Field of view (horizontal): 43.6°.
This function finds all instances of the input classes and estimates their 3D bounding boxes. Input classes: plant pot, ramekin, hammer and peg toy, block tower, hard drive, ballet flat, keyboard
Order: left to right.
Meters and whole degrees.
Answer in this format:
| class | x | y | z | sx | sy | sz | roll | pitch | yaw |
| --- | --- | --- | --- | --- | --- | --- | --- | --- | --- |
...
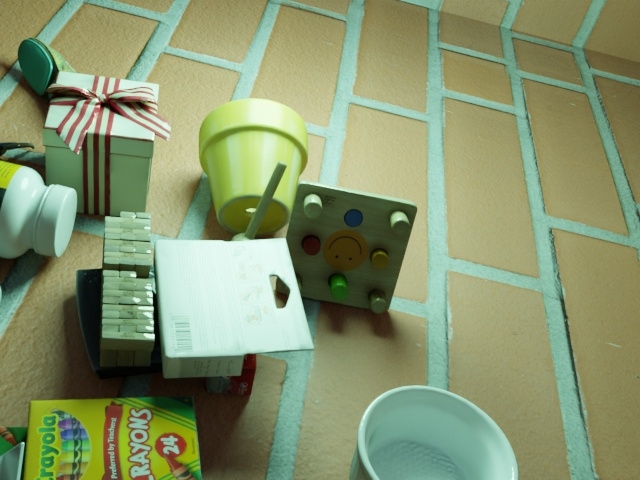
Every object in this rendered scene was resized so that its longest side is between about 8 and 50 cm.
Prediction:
| class | x | y | z | sx | sy | sz | roll | pitch | yaw |
| --- | --- | --- | --- | --- | --- | --- | --- | --- | --- |
| keyboard | -0.468 | 0.420 | 1.158 | 0.014 | 0.072 | 0.256 | 42 | 28 | -41 |
| ballet flat | -0.647 | -0.390 | 2.017 | 0.123 | 0.123 | 0.348 | -20 | 51 | -35 |
| hard drive | -0.370 | 0.153 | 1.519 | 0.172 | 0.054 | 0.254 | -4 | 44 | -23 |
| block tower | -0.360 | 0.088 | 1.483 | 0.091 | 0.097 | 0.335 | 3 | 39 | -16 |
| plant pot | -0.152 | -0.151 | 1.812 | 0.254 | 0.254 | 0.239 | 6 | 56 | -13 |
| hammer and peg toy | 0.000 | 0.000 | 1.660 | 0.361 | 0.266 | 0.127 | 12 | 21 | -7 |
| ramekin | 0.181 | 0.396 | 1.361 | 0.277 | 0.135 | 0.277 | 11 | 39 | -9 |

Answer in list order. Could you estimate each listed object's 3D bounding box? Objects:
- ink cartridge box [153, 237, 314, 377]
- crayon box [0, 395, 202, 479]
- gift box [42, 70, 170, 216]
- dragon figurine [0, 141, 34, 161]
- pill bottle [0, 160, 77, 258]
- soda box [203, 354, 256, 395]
| class | x | y | z | sx | sy | sz | roll | pitch | yaw |
| --- | --- | --- | --- | --- | --- | --- | --- | --- | --- |
| ink cartridge box | -0.170 | 0.117 | 1.489 | 0.261 | 0.066 | 0.296 | 0 | 43 | -16 |
| crayon box | -0.355 | 0.355 | 1.273 | 0.319 | 0.081 | 0.202 | 1 | 43 | -17 |
| gift box | -0.465 | -0.207 | 1.741 | 0.255 | 0.258 | 0.276 | 2 | 41 | -16 |
| dragon figurine | -0.769 | -0.191 | 1.753 | 0.144 | 0.085 | 0.289 | 28 | 43 | 13 |
| pill bottle | -0.665 | -0.070 | 1.570 | 0.334 | 0.188 | 0.188 | 12 | 40 | -5 |
| soda box | -0.171 | 0.169 | 1.545 | 0.092 | 0.083 | 0.263 | 6 | 42 | -9 |
